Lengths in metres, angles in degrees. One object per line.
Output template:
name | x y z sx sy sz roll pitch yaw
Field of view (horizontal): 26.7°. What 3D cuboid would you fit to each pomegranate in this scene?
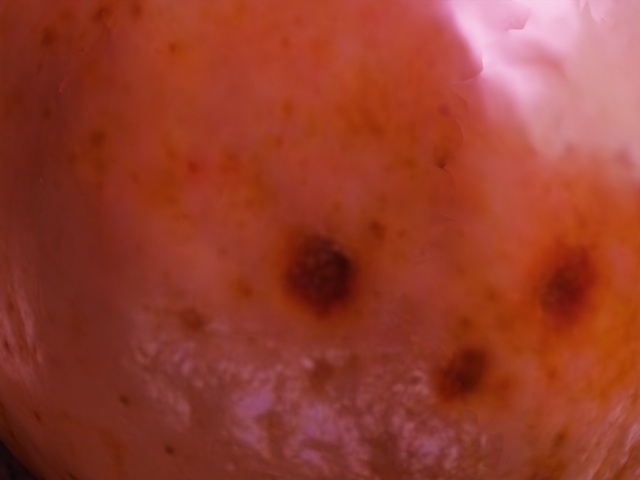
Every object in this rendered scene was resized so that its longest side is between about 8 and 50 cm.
pomegranate | 0.000 0.000 0.593 0.410 0.410 0.410 51 22 -30
